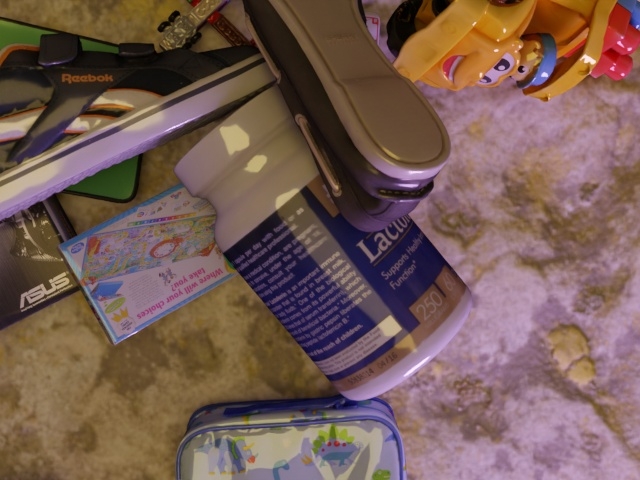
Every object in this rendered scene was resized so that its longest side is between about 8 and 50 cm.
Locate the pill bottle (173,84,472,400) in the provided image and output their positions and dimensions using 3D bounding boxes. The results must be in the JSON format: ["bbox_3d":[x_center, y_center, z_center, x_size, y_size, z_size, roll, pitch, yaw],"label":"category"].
[{"bbox_3d":[0.000,0.000,0.757,0.153,0.153,0.264,-40,95,2],"label":"pill bottle"}]

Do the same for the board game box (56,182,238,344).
[{"bbox_3d":[-0.151,0.014,0.788,0.154,0.026,0.103,-30,95,-22],"label":"board game box"}]

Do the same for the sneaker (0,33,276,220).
[{"bbox_3d":[-0.195,-0.122,0.714,0.321,0.126,0.127,-26,95,-14],"label":"sneaker"}]

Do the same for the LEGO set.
[{"bbox_3d":[-0.066,-0.258,0.798,0.245,0.060,0.182,2,89,-9],"label":"LEGO set"}]

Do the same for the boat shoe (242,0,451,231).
[{"bbox_3d":[-0.007,-0.157,0.699,0.112,0.095,0.335,-7,59,-31],"label":"boat shoe"}]

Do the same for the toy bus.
[{"bbox_3d":[0.189,-0.198,0.730,0.211,0.149,0.220,34,65,-12],"label":"toy bus"}]

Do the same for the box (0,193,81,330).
[{"bbox_3d":[-0.355,0.011,0.795,0.231,0.056,0.183,-27,96,0],"label":"box"}]

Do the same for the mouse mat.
[{"bbox_3d":[-0.254,-0.122,0.772,0.190,0.007,0.152,10,81,-18],"label":"mouse mat"}]

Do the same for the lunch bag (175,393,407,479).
[{"bbox_3d":[-0.025,0.237,0.808,0.219,0.090,0.176,-5,96,-1],"label":"lunch bag"}]
